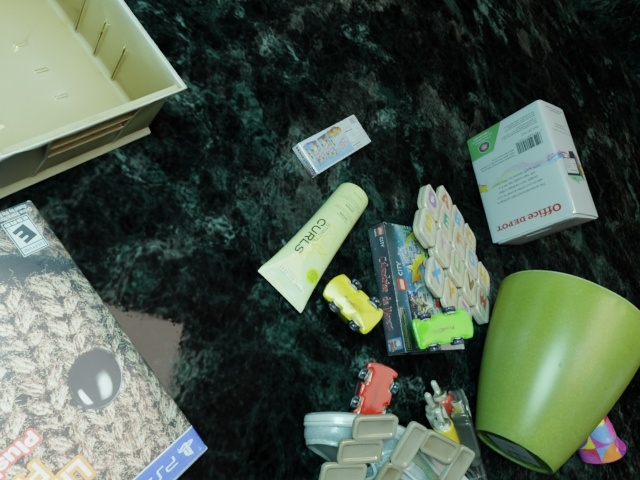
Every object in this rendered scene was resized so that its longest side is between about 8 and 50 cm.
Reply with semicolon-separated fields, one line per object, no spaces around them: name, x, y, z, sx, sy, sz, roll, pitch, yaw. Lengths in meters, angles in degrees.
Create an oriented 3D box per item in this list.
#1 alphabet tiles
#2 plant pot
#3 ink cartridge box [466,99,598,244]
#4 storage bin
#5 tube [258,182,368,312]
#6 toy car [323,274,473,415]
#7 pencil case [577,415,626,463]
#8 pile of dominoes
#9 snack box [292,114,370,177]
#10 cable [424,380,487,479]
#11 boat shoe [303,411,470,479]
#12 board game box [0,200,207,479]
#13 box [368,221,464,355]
alphabet tiles;0.265;0.031;0.954;0.284;0.021;0.277;49;39;-26
plant pot;0.408;0.253;0.885;0.275;0.275;0.293;42;66;-17
ink cartridge box;0.484;-0.147;1.131;0.117;0.201;0.277;4;69;-37
storage bin;-0.352;-0.216;0.556;0.262;0.123;0.260;55;48;-6
tube;0.000;0.000;0.786;0.070;0.062;0.240;23;53;20
toy car;0.130;0.158;0.771;0.225;0.053;0.238;-11;77;-9
pencil case;0.563;0.355;1.050;0.105;0.104;0.236;-16;83;-41
pile of dominoes;0.058;0.332;0.612;0.196;0.040;0.251;34;86;-22
snack box;0.025;-0.179;0.904;0.178;0.022;0.064;-38;97;-42
cable;0.241;0.375;0.827;0.139;0.072;0.287;-41;116;-73
boat shoe;0.100;0.337;0.681;0.320;0.118;0.103;42;46;-25
board game box;-0.294;0.153;0.429;0.232;0.141;0.290;-38;96;-41
box;0.175;0.089;0.892;0.159;0.044;0.232;7;67;-36
